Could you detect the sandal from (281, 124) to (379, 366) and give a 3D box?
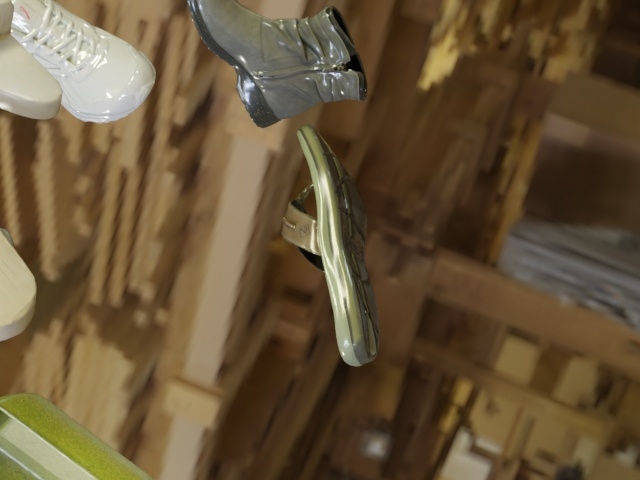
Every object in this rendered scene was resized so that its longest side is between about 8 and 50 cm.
[{"bbox_3d":[0.000,0.000,1.849,0.120,0.086,0.303,49,-152,-55],"label":"sandal"}]

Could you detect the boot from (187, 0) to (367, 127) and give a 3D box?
[{"bbox_3d":[-0.048,-0.257,2.021,0.246,0.161,0.083,58,-154,-31],"label":"boot"}]

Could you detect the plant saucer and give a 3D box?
[{"bbox_3d":[-0.233,0.211,1.504,0.045,0.188,0.188,-56,8,-33],"label":"plant saucer"}]

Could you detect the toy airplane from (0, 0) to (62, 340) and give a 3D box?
[{"bbox_3d":[-0.409,-0.091,1.360,0.272,0.384,0.386,-58,22,26],"label":"toy airplane"}]

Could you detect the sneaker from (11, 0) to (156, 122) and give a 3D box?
[{"bbox_3d":[-0.264,-0.193,1.648,0.090,0.232,0.115,-57,-33,-10],"label":"sneaker"}]
